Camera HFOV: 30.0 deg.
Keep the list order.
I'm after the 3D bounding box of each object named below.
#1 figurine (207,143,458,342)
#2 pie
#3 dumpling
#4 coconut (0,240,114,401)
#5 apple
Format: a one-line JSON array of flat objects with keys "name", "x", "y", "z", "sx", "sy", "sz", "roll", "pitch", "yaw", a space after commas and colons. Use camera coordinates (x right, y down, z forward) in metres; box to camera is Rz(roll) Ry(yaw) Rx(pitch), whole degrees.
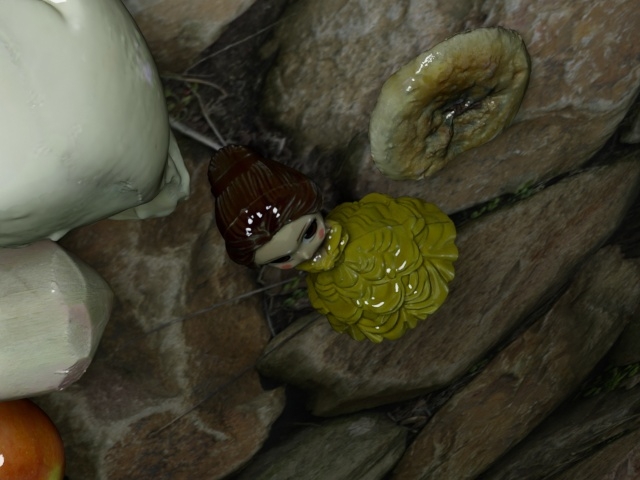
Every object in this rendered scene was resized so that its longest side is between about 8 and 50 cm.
[{"name": "figurine", "x": 0.002, "y": 0.004, "z": 1.284, "sx": 0.187, "sy": 0.168, "sz": 0.315, "roll": -16, "pitch": 160, "yaw": 27}, {"name": "pie", "x": 0.141, "y": -0.158, "z": 1.308, "sx": 0.218, "sy": 0.052, "sz": 0.185, "roll": -30, "pitch": 145, "yaw": -11}, {"name": "dumpling", "x": -0.273, "y": -0.096, "z": 0.903, "sx": 0.315, "sy": 0.233, "sz": 0.395, "roll": -8, "pitch": 163, "yaw": 22}, {"name": "coconut", "x": -0.284, "y": 0.071, "z": 1.125, "sx": 0.182, "sy": 0.171, "sz": 0.171, "roll": -9, "pitch": 142, "yaw": -32}, {"name": "apple", "x": -0.366, "y": 0.245, "z": 1.323, "sx": 0.163, "sy": 0.139, "sz": 0.163, "roll": -30, "pitch": 163, "yaw": -10}]
